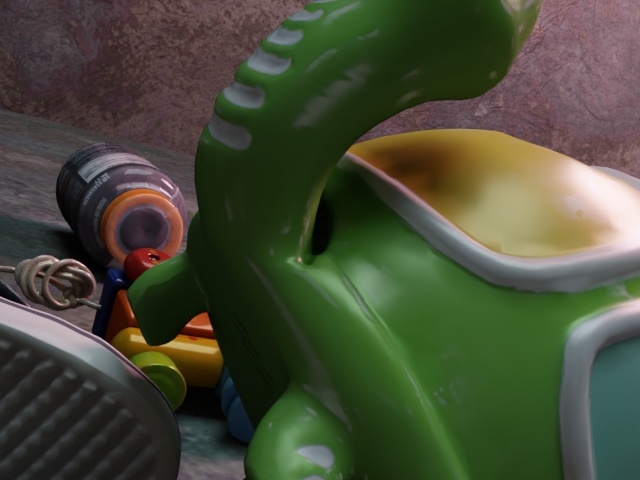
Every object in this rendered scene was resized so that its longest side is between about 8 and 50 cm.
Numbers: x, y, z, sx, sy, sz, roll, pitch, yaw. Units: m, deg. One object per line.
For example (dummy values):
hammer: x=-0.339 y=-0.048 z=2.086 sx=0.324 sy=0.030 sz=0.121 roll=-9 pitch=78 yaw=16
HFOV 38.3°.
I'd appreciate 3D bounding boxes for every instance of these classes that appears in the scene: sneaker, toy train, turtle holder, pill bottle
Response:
sneaker: x=-0.224 y=0.066 z=0.507 sx=0.321 sy=0.126 sz=0.127 roll=14 pitch=12 yaw=1
toy train: x=-0.138 y=0.079 z=0.692 sx=0.248 sy=0.105 sz=0.143 roll=12 pitch=23 yaw=-19
turtle holder: x=0.049 y=0.041 z=0.426 sx=0.228 sy=0.320 sz=0.243 roll=-26 pitch=4 yaw=-15
pill bottle: x=-0.238 y=-0.038 z=1.111 sx=0.131 sy=0.130 sz=0.246 roll=10 pitch=10 yaw=-26
